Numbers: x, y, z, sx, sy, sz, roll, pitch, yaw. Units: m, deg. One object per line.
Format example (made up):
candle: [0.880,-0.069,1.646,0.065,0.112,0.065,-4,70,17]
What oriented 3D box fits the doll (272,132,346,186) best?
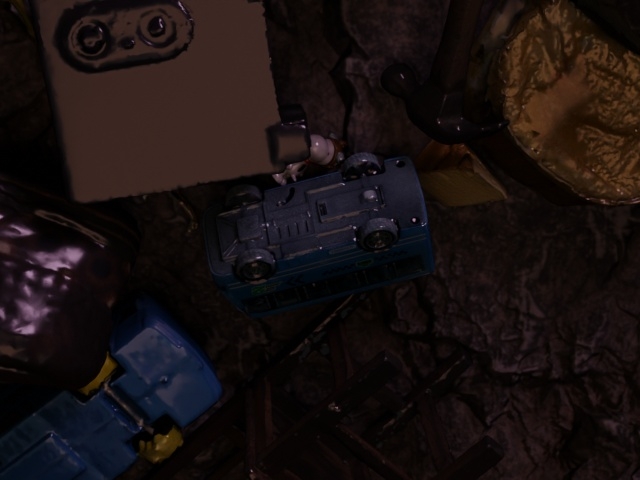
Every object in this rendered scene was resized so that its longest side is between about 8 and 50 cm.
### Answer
doll: [-0.013,-0.089,1.735,0.058,0.040,0.085,11,137,-41]

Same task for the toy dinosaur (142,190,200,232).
toy dinosaur: [-0.180,-0.087,1.731,0.058,0.037,0.180,-17,121,-10]

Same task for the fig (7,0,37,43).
fig: [-0.333,-0.286,1.620,0.093,0.093,0.166,-43,138,15]

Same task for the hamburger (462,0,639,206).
hamburger: [0.279,-0.140,1.678,0.309,0.132,0.211,35,109,-17]

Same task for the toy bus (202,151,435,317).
toy bus: [0.000,0.000,1.727,0.246,0.113,0.134,-15,142,3]

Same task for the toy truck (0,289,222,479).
toy truck: [-0.297,0.217,1.793,0.385,0.162,0.161,-37,111,12]

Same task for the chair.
chair: [-0.018,0.267,1.790,0.203,0.240,0.416,40,106,-21]

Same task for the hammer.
hammer: [0.152,-0.284,1.533,0.044,0.168,0.439,-21,139,-31]

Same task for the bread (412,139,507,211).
bread: [0.155,-0.061,1.724,0.084,0.109,0.080,38,104,-23]

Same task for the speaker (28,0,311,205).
speaker: [-0.147,-0.173,1.594,0.254,0.184,0.232,-8,104,1]

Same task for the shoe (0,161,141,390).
shoe: [-0.398,0.030,1.639,0.384,0.171,0.237,19,68,-5]
